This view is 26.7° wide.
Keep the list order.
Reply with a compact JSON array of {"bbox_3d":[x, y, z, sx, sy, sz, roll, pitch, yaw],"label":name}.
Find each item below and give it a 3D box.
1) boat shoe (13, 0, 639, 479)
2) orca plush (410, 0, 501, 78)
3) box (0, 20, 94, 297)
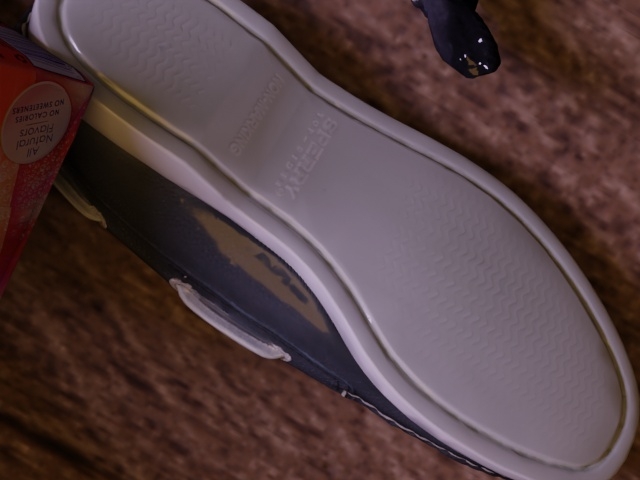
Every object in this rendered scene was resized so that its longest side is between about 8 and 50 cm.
[{"bbox_3d":[0.000,0.000,0.566,0.302,0.091,0.114,44,57,-3],"label":"boat shoe"},{"bbox_3d":[0.017,-0.192,0.464,0.102,0.151,0.287,-7,113,42],"label":"orca plush"},{"bbox_3d":[-0.228,-0.068,0.498,0.257,0.128,0.122,33,103,28],"label":"box"}]
